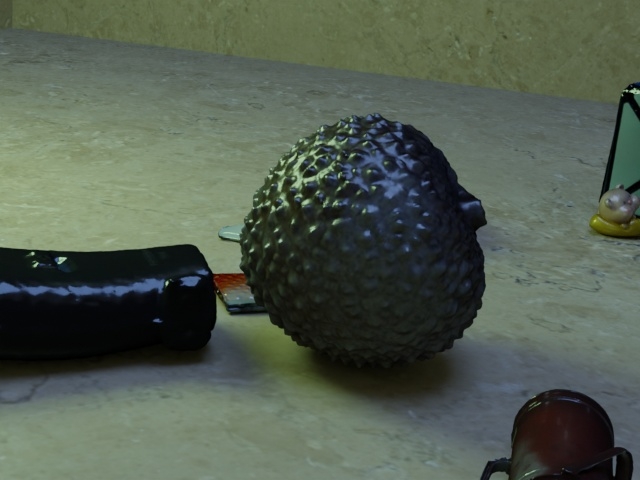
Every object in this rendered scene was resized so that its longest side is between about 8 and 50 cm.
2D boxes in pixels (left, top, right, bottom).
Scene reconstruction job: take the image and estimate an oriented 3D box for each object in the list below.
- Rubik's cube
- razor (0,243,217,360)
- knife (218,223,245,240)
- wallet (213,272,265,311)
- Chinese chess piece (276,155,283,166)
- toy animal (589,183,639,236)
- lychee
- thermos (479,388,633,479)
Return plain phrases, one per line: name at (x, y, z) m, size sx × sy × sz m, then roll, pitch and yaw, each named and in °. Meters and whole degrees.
Rubik's cube at (0.679, -0.150, 1.975) m, size 0.248 × 0.250 × 0.246 m, roll 23°, pitch 25°, yaw 39°
razor at (-0.282, 0.065, 1.239) m, size 0.327 × 0.107 × 0.189 m, roll -1°, pitch 18°, yaw -21°
knife at (0.002, -0.002, 1.621) m, size 0.336 × 0.043 × 0.081 m, roll 13°, pitch 41°, yaw 26°
wallet at (-0.042, 0.065, 1.455) m, size 0.196 × 0.020 × 0.103 m, roll -1°, pitch 19°, yaw -21°
Chinese chess piece at (0.055, -0.073, 1.776) m, size 0.270 × 0.112 × 0.270 m, roll 4°, pitch 16°, yaw -1°
toy animal at (0.517, -0.053, 1.893) m, size 0.091 × 0.082 × 0.114 m, roll 14°, pitch 19°, yaw 24°
lychee at (0.050, 0.006, 1.250) m, size 0.300 × 0.300 × 0.300 m, roll 5°, pitch 17°, yaw -1°
thermos at (0.196, 0.211, 0.928) m, size 0.124 × 0.099 × 0.232 m, roll 13°, pitch 18°, yaw 11°
